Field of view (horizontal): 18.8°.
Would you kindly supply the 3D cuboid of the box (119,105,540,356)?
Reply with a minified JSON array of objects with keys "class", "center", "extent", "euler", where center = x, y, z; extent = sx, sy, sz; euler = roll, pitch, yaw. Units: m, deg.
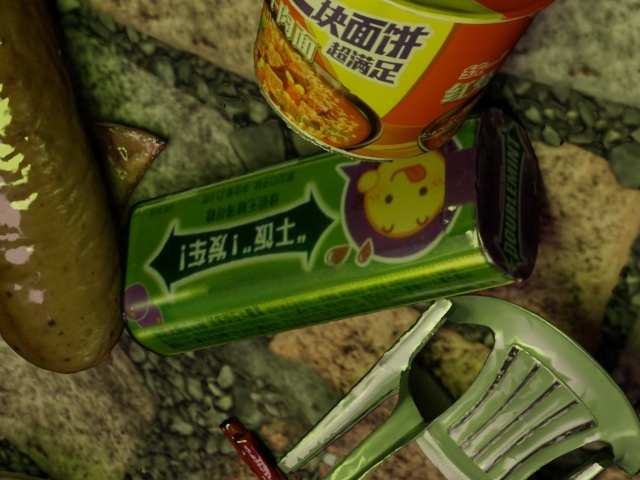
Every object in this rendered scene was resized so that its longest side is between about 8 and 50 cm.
[{"class":"box","center":[0.000,0.000,1.508],"extent":[0.345,0.134,0.097],"euler":[-14,152,33]}]

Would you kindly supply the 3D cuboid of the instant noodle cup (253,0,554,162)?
[{"class":"instant noodle cup","center":[0.052,-0.169,1.340],"extent":[0.213,0.213,0.174],"euler":[32,138,8]}]

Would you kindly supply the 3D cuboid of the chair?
[{"class":"chair","center":[0.115,0.169,1.513],"extent":[0.203,0.190,0.274],"euler":[42,100,0]}]

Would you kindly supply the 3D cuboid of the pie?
[{"class":"pie","center":[-0.196,-0.045,1.643],"extent":[0.092,0.034,0.170],"euler":[31,129,4]}]

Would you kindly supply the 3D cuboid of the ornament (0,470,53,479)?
[{"class":"ornament","center":[-0.308,0.343,1.796],"extent":[0.225,0.259,0.259],"euler":[10,122,17]}]

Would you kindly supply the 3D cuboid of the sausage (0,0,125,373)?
[{"class":"sausage","center":[-0.264,-0.125,1.551],"extent":[0.136,0.123,0.500],"euler":[-152,43,-71]}]

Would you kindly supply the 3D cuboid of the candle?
[{"class":"candle","center":[-0.032,0.226,1.723],"extent":[0.026,0.021,0.167],"euler":[-31,100,38]}]
